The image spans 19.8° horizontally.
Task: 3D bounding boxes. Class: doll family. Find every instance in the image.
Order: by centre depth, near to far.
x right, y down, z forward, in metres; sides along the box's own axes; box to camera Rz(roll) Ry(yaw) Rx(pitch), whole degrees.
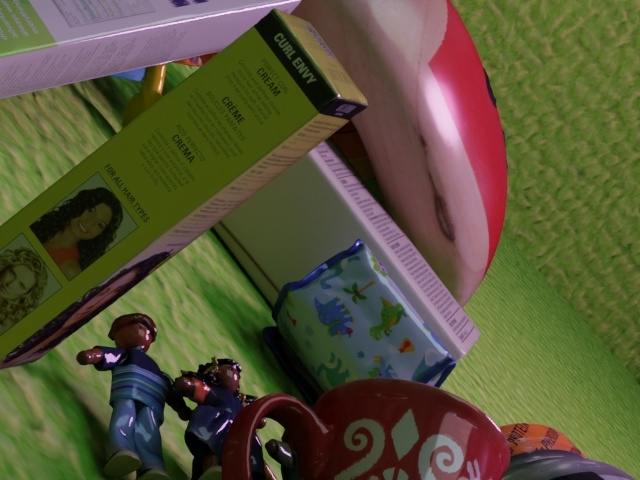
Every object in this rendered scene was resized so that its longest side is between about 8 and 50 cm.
[{"bbox_3d":[-0.060,0.110,1.039,0.193,0.076,0.111,49,28,-42],"label":"doll family"}]

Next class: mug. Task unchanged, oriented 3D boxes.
[{"bbox_3d":[0.012,0.169,0.968,0.113,0.150,0.169,100,6,-53],"label":"mug"}]

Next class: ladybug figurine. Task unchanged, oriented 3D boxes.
[{"bbox_3d":[0.062,-0.110,1.761,0.305,0.162,0.449,33,-29,43],"label":"ladybug figurine"}]

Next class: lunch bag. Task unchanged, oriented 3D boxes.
[{"bbox_3d":[0.023,0.091,1.444,0.129,0.096,0.151,54,-19,12],"label":"lunch bag"}]

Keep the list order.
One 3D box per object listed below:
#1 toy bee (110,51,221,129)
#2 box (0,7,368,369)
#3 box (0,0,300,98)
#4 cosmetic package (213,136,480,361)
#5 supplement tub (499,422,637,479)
[{"bbox_3d":[-0.133,-0.157,1.435,0.162,0.195,0.298,13,27,18],"label":"toy bee"},{"bbox_3d":[-0.088,-0.022,0.929,0.058,0.232,0.087,53,11,5],"label":"box"},{"bbox_3d":[-0.189,-0.216,1.261,0.322,0.058,0.232,-18,68,-50],"label":"box"},{"bbox_3d":[0.000,0.000,1.597,0.309,0.113,0.160,52,10,4],"label":"cosmetic package"},{"bbox_3d":[0.176,0.272,1.157,0.193,0.193,0.316,42,9,-43],"label":"supplement tub"}]
